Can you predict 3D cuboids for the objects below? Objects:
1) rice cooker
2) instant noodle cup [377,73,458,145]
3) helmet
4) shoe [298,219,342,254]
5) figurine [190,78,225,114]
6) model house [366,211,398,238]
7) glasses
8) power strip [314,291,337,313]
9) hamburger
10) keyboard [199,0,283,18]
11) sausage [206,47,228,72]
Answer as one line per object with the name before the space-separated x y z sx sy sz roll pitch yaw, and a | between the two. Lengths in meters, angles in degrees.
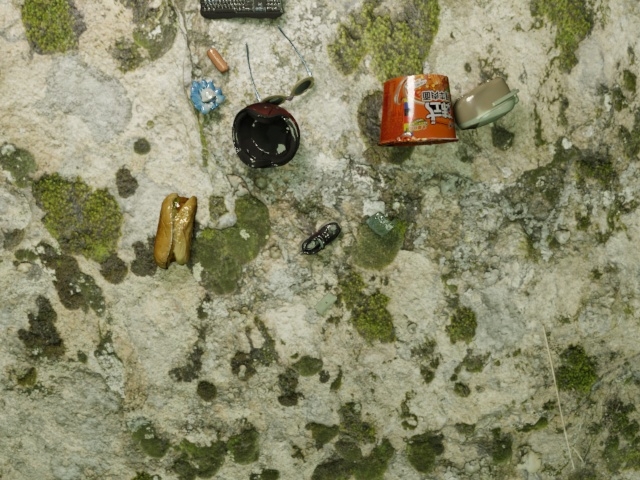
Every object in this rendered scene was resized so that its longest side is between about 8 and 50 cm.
rice cooker | 0.517 -0.429 1.623 0.206 0.145 0.127 -33 94 4
instant noodle cup | 0.294 -0.393 1.581 0.250 0.250 0.192 -4 97 -1
helmet | -0.167 -0.327 1.593 0.215 0.193 0.189 17 117 2
shoe | 0.000 0.000 1.738 0.169 0.099 0.071 -34 101 6
figurine | -0.362 -0.457 1.609 0.114 0.079 0.114 -1 93 -26
model house | 0.210 -0.062 1.758 0.083 0.066 0.079 45 111 5
glasses | -0.140 -0.536 1.593 0.189 0.088 0.221 -25 105 5
power strip | 0.019 0.223 1.842 0.040 0.016 0.090 41 100 -12
hamburger | -0.487 -0.023 1.697 0.124 0.131 0.262 9 100 -5
keyboard | -0.240 -0.722 1.543 0.262 0.016 0.106 4 112 9
sausage | -0.321 -0.562 1.607 0.034 0.034 0.083 -37 104 7
